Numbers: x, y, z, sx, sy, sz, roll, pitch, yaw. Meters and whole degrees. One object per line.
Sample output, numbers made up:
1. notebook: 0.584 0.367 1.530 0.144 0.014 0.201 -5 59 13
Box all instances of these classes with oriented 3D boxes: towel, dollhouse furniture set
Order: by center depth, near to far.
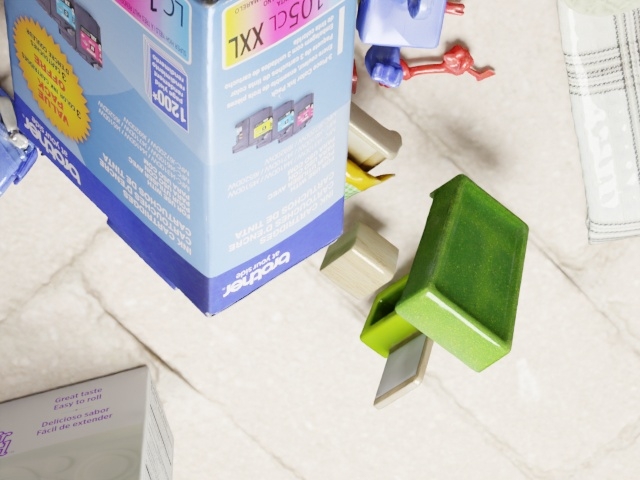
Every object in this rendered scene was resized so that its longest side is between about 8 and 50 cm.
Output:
1. dollhouse furniture set: 0.000 0.000 1.666 0.301 0.151 0.197 37 134 -19
2. towel: 0.366 -0.160 1.695 0.312 0.056 0.324 -10 116 2

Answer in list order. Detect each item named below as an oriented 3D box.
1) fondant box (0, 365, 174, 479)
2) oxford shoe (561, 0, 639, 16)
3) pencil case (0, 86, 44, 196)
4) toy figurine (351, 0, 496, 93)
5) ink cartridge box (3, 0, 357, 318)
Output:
1. fondant box: -0.257 0.257 1.720 0.238 0.330 0.096 -15 115 5
2. oxford shoe: 0.238 -0.354 1.436 0.169 0.130 0.449 -8 146 -12
3. pencil case: -0.358 -0.143 1.627 0.133 0.119 0.306 -22 120 39
4. toy figurine: 0.096 -0.248 1.545 0.191 0.217 0.362 9 117 -8
5. ink cartridge box: -0.111 -0.133 1.492 0.151 0.270 0.395 -32 148 -25
